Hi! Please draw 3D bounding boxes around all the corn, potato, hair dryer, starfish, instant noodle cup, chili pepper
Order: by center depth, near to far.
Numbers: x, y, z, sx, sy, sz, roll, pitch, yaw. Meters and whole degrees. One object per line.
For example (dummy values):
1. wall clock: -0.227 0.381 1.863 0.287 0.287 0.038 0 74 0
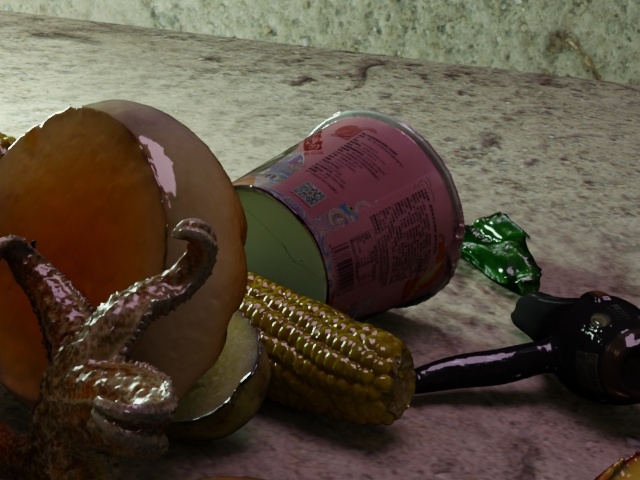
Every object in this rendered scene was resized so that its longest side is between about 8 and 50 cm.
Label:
1. starfish: -0.187 0.106 1.175 0.113 0.312 0.303 19 28 -35
2. potato: -0.129 0.122 1.442 0.200 0.081 0.164 26 65 36
3. corn: -0.062 0.095 1.517 0.363 0.120 0.120 20 22 37
4. hair dryer: 0.168 0.118 1.601 0.359 0.120 0.303 -8 13 -16
5. instant noodle cup: 0.000 0.000 1.672 0.243 0.243 0.231 19 29 32
6. chili pepper: 0.216 0.016 1.948 0.108 0.062 0.216 -7 22 -19

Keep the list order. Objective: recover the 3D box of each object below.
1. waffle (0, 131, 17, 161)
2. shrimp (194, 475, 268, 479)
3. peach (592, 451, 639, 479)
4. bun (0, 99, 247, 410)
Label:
1. waffle: -0.369 0.015 1.436 0.249 0.253 0.056 -36 50 -26
2. shrimp: -0.087 0.233 1.221 0.132 0.052 0.187 -2 9 13
3. peach: 0.250 0.250 1.111 0.158 0.154 0.267 31 38 33
4. bun: -0.177 0.028 1.365 0.299 0.299 0.164 24 6 42
